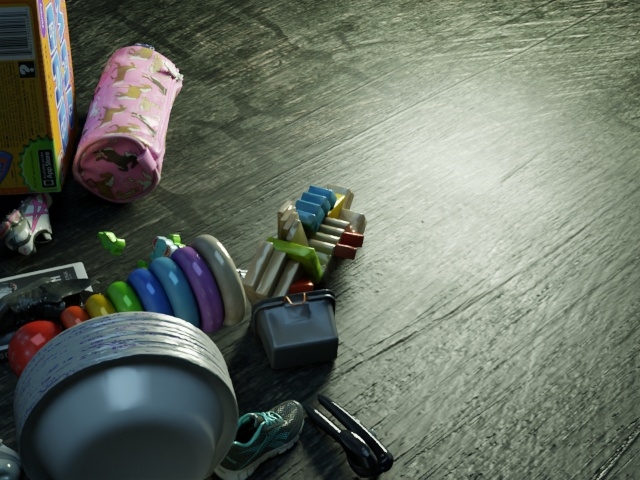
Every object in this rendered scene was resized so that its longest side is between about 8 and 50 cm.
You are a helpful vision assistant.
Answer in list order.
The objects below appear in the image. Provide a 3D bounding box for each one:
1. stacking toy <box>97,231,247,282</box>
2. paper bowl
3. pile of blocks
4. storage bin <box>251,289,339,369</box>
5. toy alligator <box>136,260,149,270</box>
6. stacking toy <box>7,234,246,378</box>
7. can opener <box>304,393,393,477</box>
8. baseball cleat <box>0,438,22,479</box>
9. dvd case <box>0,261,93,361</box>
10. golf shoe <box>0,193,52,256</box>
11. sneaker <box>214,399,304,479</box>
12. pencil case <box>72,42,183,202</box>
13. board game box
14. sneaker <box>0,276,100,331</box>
[{"bbox_3d":[-0.238,0.033,1.905,0.221,0.052,0.167,33,17,37],"label":"stacking toy"},{"bbox_3d":[-0.246,0.242,1.490,0.284,0.284,0.148,-9,39,-12],"label":"paper bowl"},{"bbox_3d":[0.000,0.000,1.933,0.113,0.149,0.362,15,38,19],"label":"pile of blocks"},{"bbox_3d":[-0.032,0.139,1.799,0.135,0.098,0.091,-9,48,-12],"label":"storage bin"},{"bbox_3d":[-0.261,0.098,1.886,0.051,0.056,0.190,-52,50,3],"label":"toy alligator"},{"bbox_3d":[-0.277,0.109,1.624,0.330,0.141,0.141,-22,42,-21],"label":"stacking toy"},{"bbox_3d":[0.040,0.272,1.643,0.059,0.073,0.186,-25,33,-18],"label":"can opener"},{"bbox_3d":[-0.512,0.318,1.583,0.206,0.072,0.109,1,22,-7],"label":"baseball cleat"},{"bbox_3d":[-0.482,0.120,1.869,0.239,0.029,0.179,-13,39,-17],"label":"dvd case"},{"bbox_3d":[-0.513,-0.028,2.054,0.086,0.067,0.186,42,25,-11],"label":"golf shoe"},{"bbox_3d":[-0.082,0.268,1.629,0.065,0.076,0.166,26,43,29],"label":"sneaker"},{"bbox_3d":[-0.368,-0.230,2.240,0.160,0.167,0.386,28,33,-18],"label":"pencil case"},{"bbox_3d":[-0.654,-0.306,2.121,0.356,0.356,0.356,-3,25,-5],"label":"board game box"},{"bbox_3d":[-0.436,0.103,1.824,0.089,0.051,0.170,20,37,30],"label":"sneaker"}]
